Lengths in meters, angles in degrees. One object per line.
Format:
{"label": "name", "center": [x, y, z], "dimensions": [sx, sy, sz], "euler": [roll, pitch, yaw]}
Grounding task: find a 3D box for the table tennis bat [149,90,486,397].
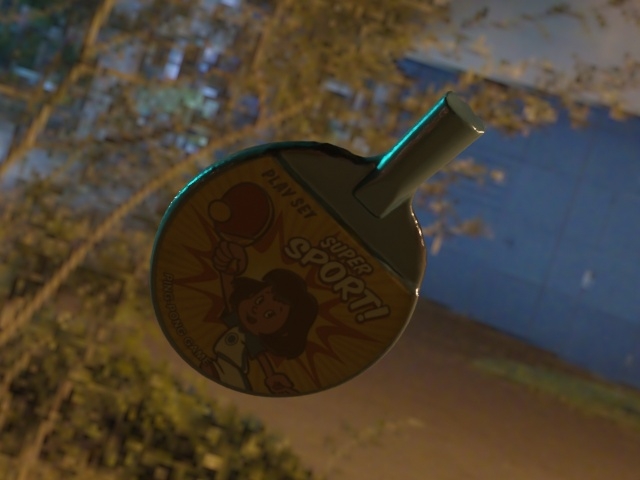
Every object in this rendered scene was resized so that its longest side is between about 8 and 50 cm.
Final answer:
{"label": "table tennis bat", "center": [0.000, 0.000, 1.426], "dimensions": [0.215, 0.329, 0.044], "euler": [45, 23, -9]}
